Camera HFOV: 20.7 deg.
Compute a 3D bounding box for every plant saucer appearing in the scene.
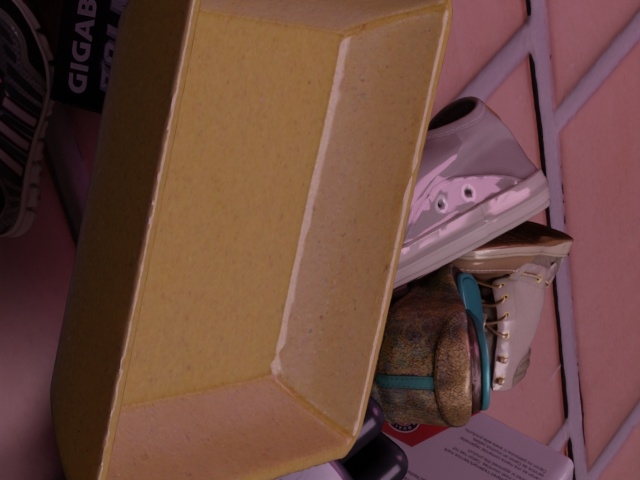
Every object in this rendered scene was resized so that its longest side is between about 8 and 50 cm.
[{"bbox_3d":[-0.048,-0.015,1.074,0.333,0.081,0.333,-3,107,-62],"label":"plant saucer"}]

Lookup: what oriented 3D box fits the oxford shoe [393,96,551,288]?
[{"bbox_3d":[0.000,0.000,1.362,0.449,0.169,0.130,-27,89,-38],"label":"oxford shoe"}]

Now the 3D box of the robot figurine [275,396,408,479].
[{"bbox_3d":[-0.073,0.209,1.285,0.278,0.209,0.173,-40,-176,-13],"label":"robot figurine"}]

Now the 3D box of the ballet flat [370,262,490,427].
[{"bbox_3d":[0.081,0.085,1.452,0.348,0.123,0.123,-44,152,-84],"label":"ballet flat"}]

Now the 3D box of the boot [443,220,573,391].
[{"bbox_3d":[0.161,0.065,1.685,0.213,0.077,0.165,-2,112,-57],"label":"boot"}]

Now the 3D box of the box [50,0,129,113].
[{"bbox_3d":[-0.054,-0.235,1.130,0.295,0.073,0.293,-22,123,-65],"label":"box"}]

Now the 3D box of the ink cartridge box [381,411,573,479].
[{"bbox_3d":[0.072,0.278,1.538,0.273,0.197,0.114,-55,159,-21],"label":"ink cartridge box"}]

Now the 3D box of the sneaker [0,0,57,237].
[{"bbox_3d":[-0.206,-0.068,1.051,0.075,0.063,0.170,-35,140,-51],"label":"sneaker"}]
